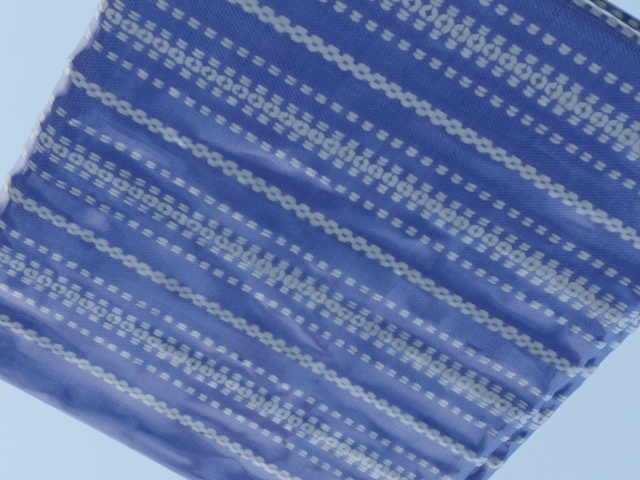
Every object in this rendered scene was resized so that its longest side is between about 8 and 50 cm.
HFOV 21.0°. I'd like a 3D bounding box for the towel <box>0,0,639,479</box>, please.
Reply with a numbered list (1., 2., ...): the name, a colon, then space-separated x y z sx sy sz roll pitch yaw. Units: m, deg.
1. towel: 0.000 0.000 0.688 0.243 0.040 0.336 29 -46 -9
